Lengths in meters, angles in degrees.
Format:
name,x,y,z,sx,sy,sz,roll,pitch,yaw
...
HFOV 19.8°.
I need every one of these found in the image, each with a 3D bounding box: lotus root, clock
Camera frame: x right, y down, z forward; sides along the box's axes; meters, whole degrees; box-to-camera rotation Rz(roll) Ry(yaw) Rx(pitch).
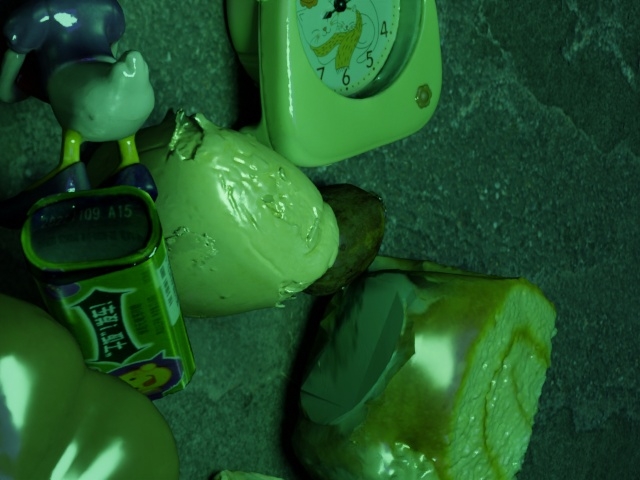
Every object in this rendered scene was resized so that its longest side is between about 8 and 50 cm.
name,x,y,z,sx,sy,sz,roll,pitch,yaw
lotus root,0.000,0.000,2.186,0.209,0.120,0.120,-39,122,-39
clock,0.010,-0.274,2.161,0.286,0.117,0.348,-21,110,-44

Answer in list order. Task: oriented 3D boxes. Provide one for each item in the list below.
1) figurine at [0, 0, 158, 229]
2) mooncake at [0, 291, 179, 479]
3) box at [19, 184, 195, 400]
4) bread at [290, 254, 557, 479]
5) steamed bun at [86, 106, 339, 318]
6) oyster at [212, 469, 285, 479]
name,x,y,z,sx,sy,sz,roll,pitch,yaw
figurine,-0.247,-0.205,1.827,0.154,0.193,0.421,-6,82,-37
mooncake,-0.361,0.271,1.727,0.467,0.262,0.467,-5,97,-45
box,-0.207,0.063,1.843,0.345,0.134,0.097,84,-11,-65
bread,0.100,0.207,2.235,0.264,0.239,0.395,28,78,-50
steamed bun,-0.122,-0.012,1.970,0.273,0.232,0.166,41,60,-41
oyster,-0.056,0.429,2.202,0.238,0.114,0.351,-29,112,-32
